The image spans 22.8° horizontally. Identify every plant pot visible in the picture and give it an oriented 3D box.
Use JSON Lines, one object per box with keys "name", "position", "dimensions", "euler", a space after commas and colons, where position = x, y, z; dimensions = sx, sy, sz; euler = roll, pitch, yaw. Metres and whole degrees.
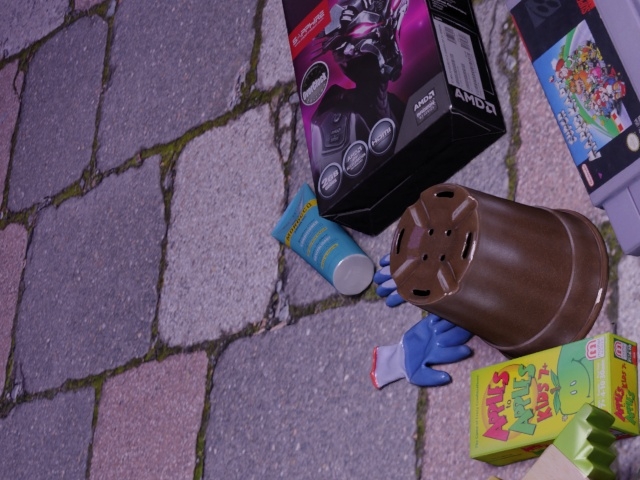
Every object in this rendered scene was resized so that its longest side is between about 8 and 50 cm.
{"name": "plant pot", "position": [0.168, 0.026, 1.571], "dimensions": [0.167, 0.165, 0.167], "euler": [-26, 55, 44]}

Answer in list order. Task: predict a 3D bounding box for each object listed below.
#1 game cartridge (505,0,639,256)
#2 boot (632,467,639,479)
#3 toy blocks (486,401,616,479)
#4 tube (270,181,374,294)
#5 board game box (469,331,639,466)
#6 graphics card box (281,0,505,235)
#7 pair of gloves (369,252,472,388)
{"name": "game cartridge", "position": [0.304, -0.188, 1.500], "dimensions": [0.230, 0.068, 0.355], "euler": [-38, 62, 38]}
{"name": "boot", "position": [0.275, 0.275, 1.237], "dimensions": [0.137, 0.077, 0.198], "euler": [29, 85, 23]}
{"name": "toy blocks", "position": [0.214, 0.373, 1.362], "dimensions": [0.381, 0.191, 0.261], "euler": [-52, 52, 8]}
{"name": "tube", "position": [0.000, 0.000, 1.905], "dimensions": [0.080, 0.052, 0.207], "euler": [-53, 32, 5]}
{"name": "board game box", "position": [0.224, 0.157, 1.539], "dimensions": [0.181, 0.043, 0.092], "euler": [-22, 57, 45]}
{"name": "graphics card box", "position": [0.075, -0.218, 1.868], "dimensions": [0.233, 0.094, 0.371], "euler": [-38, 47, 35]}
{"name": "pair of gloves", "position": [0.111, 0.069, 1.744], "dimensions": [0.159, 0.023, 0.198], "euler": [-23, 57, 45]}
